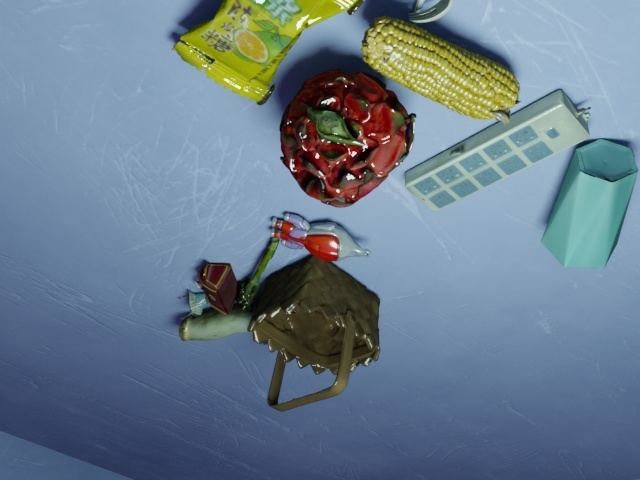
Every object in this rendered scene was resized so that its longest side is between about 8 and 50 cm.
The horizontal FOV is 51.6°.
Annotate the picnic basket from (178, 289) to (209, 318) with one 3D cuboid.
[{"bbox_3d":[-0.334,0.167,1.733,0.083,0.065,0.083,-18,145,4],"label":"picnic basket"}]

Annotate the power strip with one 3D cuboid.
[{"bbox_3d":[0.321,-0.158,1.217,0.367,0.043,0.106,-28,133,37],"label":"power strip"}]

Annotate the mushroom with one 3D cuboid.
[{"bbox_3d":[-0.241,0.214,1.751,0.312,0.100,0.081,-14,116,25],"label":"mushroom"}]

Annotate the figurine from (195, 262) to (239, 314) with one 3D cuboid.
[{"bbox_3d":[-0.267,0.104,1.641,0.098,0.082,0.154,15,147,21],"label":"figurine"}]

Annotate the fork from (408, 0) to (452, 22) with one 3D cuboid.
[{"bbox_3d":[0.220,-0.377,0.936,0.219,0.034,0.028,-33,120,28],"label":"fork"}]

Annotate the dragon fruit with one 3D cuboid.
[{"bbox_3d":[0.046,-0.161,1.121,0.233,0.234,0.293,-7,163,17],"label":"dragon fruit"}]

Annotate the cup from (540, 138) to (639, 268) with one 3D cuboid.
[{"bbox_3d":[0.505,-0.067,1.243,0.134,0.148,0.236,22,149,24],"label":"cup"}]

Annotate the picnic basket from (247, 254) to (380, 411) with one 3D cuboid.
[{"bbox_3d":[-0.016,0.231,1.567,0.291,0.321,0.254,35,138,-30],"label":"picnic basket"}]

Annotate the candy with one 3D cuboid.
[{"bbox_3d":[-0.089,-0.329,1.015,0.187,0.081,0.297,27,139,-23],"label":"candy"}]

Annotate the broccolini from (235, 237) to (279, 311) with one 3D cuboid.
[{"bbox_3d":[-0.143,0.079,1.596,0.071,0.057,0.254,37,129,2],"label":"broccolini"}]

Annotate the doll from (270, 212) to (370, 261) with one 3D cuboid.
[{"bbox_3d":[0.000,0.000,1.448,0.227,0.075,0.102,13,134,6],"label":"doll"}]

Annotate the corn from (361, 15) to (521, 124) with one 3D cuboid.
[{"bbox_3d":[0.185,-0.261,1.028,0.292,0.107,0.106,15,143,-25],"label":"corn"}]

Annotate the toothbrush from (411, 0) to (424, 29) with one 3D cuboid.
[{"bbox_3d":[0.159,-0.388,0.948,0.026,0.024,0.288,6,143,-1],"label":"toothbrush"}]
